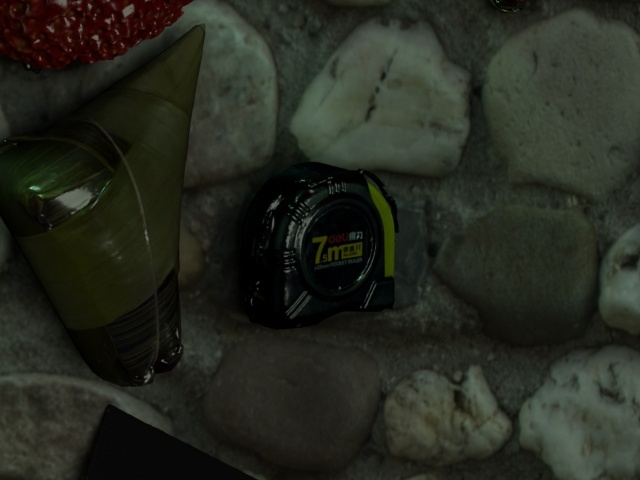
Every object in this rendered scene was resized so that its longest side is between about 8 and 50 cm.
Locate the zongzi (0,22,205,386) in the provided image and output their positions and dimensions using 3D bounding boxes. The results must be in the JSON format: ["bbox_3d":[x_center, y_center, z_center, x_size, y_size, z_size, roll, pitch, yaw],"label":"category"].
[{"bbox_3d":[-0.175,-0.036,1.896,0.317,0.154,0.289,-41,124,-26],"label":"zongzi"}]

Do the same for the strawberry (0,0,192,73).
[{"bbox_3d":[-0.226,-0.299,1.762,0.261,0.257,0.261,-5,98,-39],"label":"strawberry"}]

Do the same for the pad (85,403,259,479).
[{"bbox_3d":[-0.152,0.336,2.006,0.299,0.005,0.202,31,60,-32],"label":"pad"}]

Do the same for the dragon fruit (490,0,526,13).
[{"bbox_3d":[0.279,-0.408,2.106,0.211,0.147,0.282,16,91,-32],"label":"dragon fruit"}]

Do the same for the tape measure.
[{"bbox_3d":[0.000,0.000,2.025,0.199,0.112,0.186,-10,110,-35],"label":"tape measure"}]
